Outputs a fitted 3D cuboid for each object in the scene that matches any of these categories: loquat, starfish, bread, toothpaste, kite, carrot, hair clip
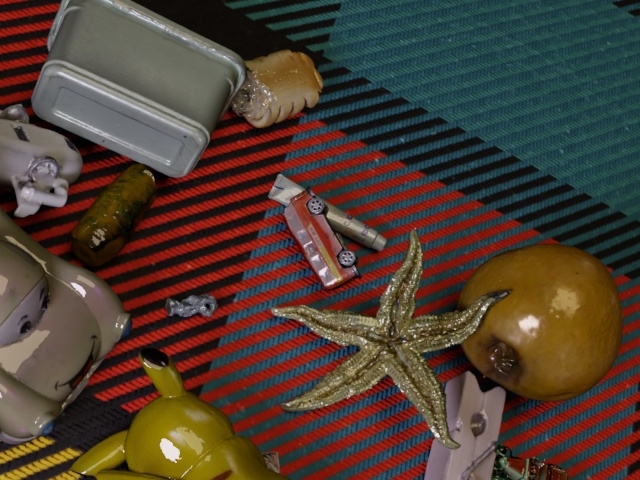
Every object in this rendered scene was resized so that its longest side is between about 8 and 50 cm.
[{"bbox_3d":[0.371,0.123,1.815,0.275,0.275,0.275,11,62,-21],"label":"loquat"},{"bbox_3d":[0.101,0.147,1.732,0.358,0.078,0.347,23,82,14],"label":"starfish"},{"bbox_3d":[-0.078,-0.263,1.902,0.177,0.084,0.119,-23,79,-33],"label":"bread"},{"bbox_3d":[0.015,-0.044,1.873,0.218,0.033,0.052,29,64,-7],"label":"toothpaste"},{"bbox_3d":[-0.110,0.366,1.624,0.137,0.005,0.152,43,56,2],"label":"kite"},{"bbox_3d":[-0.314,-0.037,1.681,0.082,0.082,0.173,39,55,-4],"label":"carrot"},{"bbox_3d":[0.222,0.367,1.736,0.101,0.085,0.331,28,55,-13],"label":"hair clip"}]

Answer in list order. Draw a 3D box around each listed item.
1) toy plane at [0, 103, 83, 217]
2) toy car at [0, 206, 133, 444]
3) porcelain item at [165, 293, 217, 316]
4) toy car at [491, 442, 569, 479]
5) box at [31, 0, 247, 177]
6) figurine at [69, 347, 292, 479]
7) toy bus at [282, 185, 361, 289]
[{"bbox_3d":[-0.466,-0.120,1.617,0.244,0.117,0.245,26,24,-13],"label":"toy plane"},{"bbox_3d":[-0.433,0.081,1.469,0.336,0.226,0.242,41,56,-8],"label":"toy car"},{"bbox_3d":[-0.197,0.101,1.701,0.083,0.028,0.036,0,83,-27],"label":"porcelain item"},{"bbox_3d":[0.337,0.383,1.802,0.143,0.054,0.073,24,57,-15],"label":"toy car"},{"bbox_3d":[-0.293,-0.237,1.715,0.312,0.175,0.182,25,47,-13],"label":"box"},{"bbox_3d":[-0.176,0.329,1.519,0.327,0.218,0.169,46,13,12],"label":"figurine"},{"bbox_3d":[0.000,0.000,1.809,0.077,0.079,0.174,-31,82,3],"label":"toy bus"}]
